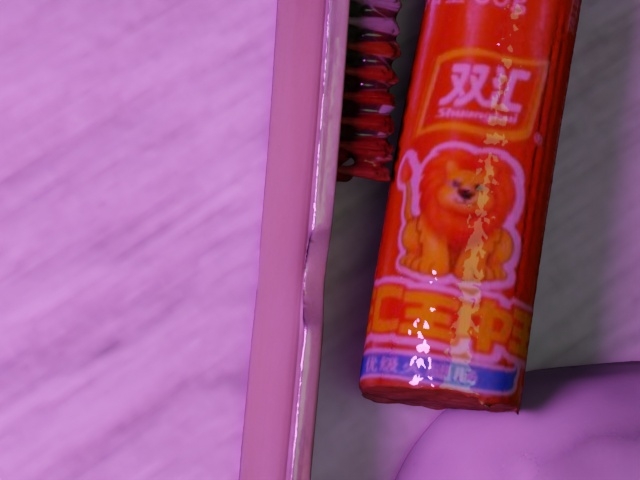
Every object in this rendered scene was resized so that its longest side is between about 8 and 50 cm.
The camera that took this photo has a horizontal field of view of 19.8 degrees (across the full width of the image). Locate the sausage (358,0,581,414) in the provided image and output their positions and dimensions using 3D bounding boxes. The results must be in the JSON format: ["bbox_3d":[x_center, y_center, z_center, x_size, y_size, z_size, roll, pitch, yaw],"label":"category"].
[{"bbox_3d":[0.074,-0.060,0.817,0.074,0.074,0.274,14,80,-19],"label":"sausage"}]

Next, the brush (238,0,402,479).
[{"bbox_3d":[0.000,0.000,0.805,0.050,0.060,0.321,6,88,-30],"label":"brush"}]

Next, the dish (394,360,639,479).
[{"bbox_3d":[0.155,0.174,0.828,0.256,0.117,0.256,0,90,-19],"label":"dish"}]
